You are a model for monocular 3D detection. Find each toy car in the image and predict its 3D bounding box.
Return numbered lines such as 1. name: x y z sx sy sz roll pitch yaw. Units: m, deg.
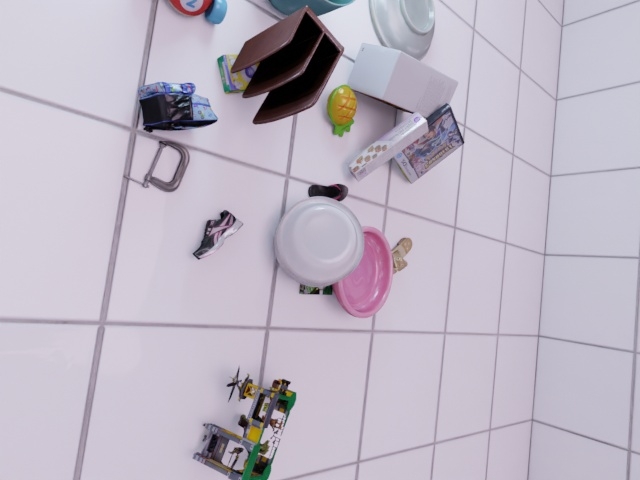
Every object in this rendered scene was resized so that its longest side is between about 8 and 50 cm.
1. toy car: -0.308 -0.720 1.139 0.219 0.237 0.211 8 86 -40

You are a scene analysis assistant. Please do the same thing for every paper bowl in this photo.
1. paper bowl: 0.000 0.000 1.396 0.283 0.148 0.285 3 79 -13

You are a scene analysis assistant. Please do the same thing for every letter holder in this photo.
1. letter holder: -0.120 -0.456 1.207 0.152 0.301 0.215 36 70 -35

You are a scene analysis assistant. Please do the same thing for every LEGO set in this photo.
1. LEGO set: -0.228 0.544 1.303 0.255 0.191 0.332 40 65 -66

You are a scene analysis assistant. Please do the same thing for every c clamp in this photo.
1. c clamp: -0.426 -0.203 1.187 0.137 0.022 0.161 35 69 -35

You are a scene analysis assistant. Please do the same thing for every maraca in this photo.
1. maraca: 0.078 -0.459 1.566 0.127 0.099 0.186 -36 138 -25

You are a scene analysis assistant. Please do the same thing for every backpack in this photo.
1. backpack: -0.363 -0.346 1.151 0.173 0.158 0.117 -17 108 -41

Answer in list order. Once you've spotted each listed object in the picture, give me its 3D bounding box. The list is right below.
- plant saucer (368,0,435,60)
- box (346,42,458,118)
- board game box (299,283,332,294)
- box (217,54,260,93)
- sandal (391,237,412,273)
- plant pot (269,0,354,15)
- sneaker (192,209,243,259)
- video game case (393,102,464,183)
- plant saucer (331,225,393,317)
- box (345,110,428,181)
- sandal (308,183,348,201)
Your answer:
1. plant saucer: 0.366 -0.939 1.798 0.400 0.100 0.401 0 90 -41
2. box: 0.308 -0.582 1.647 0.345 0.215 0.169 6 113 -40
3. board game box: -0.005 0.059 1.543 0.136 0.030 0.260 7 86 -42
4. box: -0.218 -0.509 1.347 0.179 0.043 0.105 -21 104 -40
5. sandal: 0.323 0.075 1.787 0.240 0.079 0.088 -49 120 -28
6. plant pot: -0.047 -0.831 1.361 0.292 0.235 0.294 0 90 -40
7. sneaker: -0.310 -0.019 1.269 0.077 0.072 0.178 50 52 -15
8. video game case: 0.423 -0.372 1.742 0.274 0.035 0.248 -38 145 11
9. plant saucer: 0.145 0.113 1.616 0.332 0.084 0.333 -2 93 -48
10. box: 0.243 -0.341 1.610 0.323 0.063 0.067 -36 150 3
11. sandal: 0.037 -0.170 1.566 0.179 0.040 0.067 -5 94 -40
